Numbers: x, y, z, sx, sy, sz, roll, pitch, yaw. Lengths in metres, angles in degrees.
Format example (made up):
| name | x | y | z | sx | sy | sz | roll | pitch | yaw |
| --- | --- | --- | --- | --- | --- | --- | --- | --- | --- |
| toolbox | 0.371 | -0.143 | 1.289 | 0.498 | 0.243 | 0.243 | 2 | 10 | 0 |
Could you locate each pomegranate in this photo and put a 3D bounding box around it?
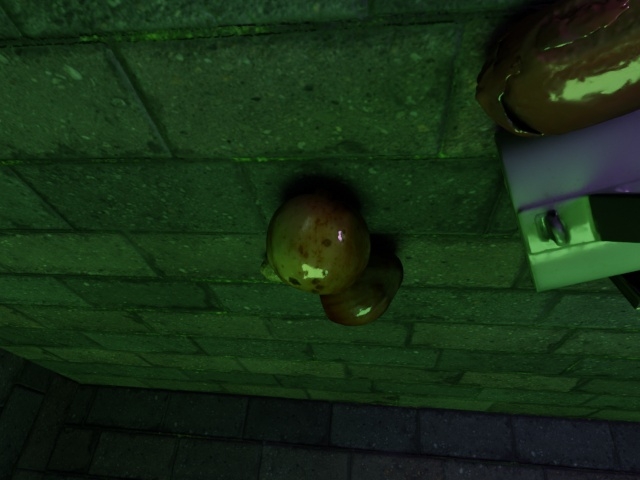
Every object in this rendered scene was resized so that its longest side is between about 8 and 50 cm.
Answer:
| name | x | y | z | sx | sy | sz | roll | pitch | yaw |
| --- | --- | --- | --- | --- | --- | --- | --- | --- | --- |
| pomegranate | 0.000 | 0.000 | 0.819 | 0.215 | 0.216 | 0.215 | 4 | 147 | 3 |

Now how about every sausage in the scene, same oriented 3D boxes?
| name | x | y | z | sx | sy | sz | roll | pitch | yaw |
| --- | --- | --- | --- | --- | --- | --- | --- | --- | --- |
| sausage | 0.323 | -0.214 | 0.475 | 0.279 | 0.152 | 0.152 | -17 | 141 | 32 |

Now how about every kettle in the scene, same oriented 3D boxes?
| name | x | y | z | sx | sy | sz | roll | pitch | yaw |
| --- | --- | --- | --- | --- | --- | --- | --- | --- | --- |
| kettle | 0.442 | -0.075 | 0.520 | 0.376 | 0.250 | 0.361 | -15 | -174 | 25 |

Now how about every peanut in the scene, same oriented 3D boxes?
| name | x | y | z | sx | sy | sz | roll | pitch | yaw |
| --- | --- | --- | --- | --- | --- | --- | --- | --- | --- |
| peanut | -0.077 | 0.062 | 1.032 | 0.174 | 0.080 | 0.080 | -18 | 140 | 34 |

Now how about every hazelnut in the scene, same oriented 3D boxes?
| name | x | y | z | sx | sy | sz | roll | pitch | yaw |
| --- | --- | --- | --- | --- | --- | --- | --- | --- | --- |
| hazelnut | 0.085 | 0.093 | 0.967 | 0.186 | 0.210 | 0.210 | 29 | 151 | 16 |

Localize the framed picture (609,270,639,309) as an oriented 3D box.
| name | x | y | z | sx | sy | sz | roll | pitch | yaw |
| --- | --- | --- | --- | --- | --- | --- | --- | --- | --- |
| framed picture | 0.660 | 0.048 | 0.763 | 0.232 | 0.296 | 0.019 | -9 | 103 | 21 |
